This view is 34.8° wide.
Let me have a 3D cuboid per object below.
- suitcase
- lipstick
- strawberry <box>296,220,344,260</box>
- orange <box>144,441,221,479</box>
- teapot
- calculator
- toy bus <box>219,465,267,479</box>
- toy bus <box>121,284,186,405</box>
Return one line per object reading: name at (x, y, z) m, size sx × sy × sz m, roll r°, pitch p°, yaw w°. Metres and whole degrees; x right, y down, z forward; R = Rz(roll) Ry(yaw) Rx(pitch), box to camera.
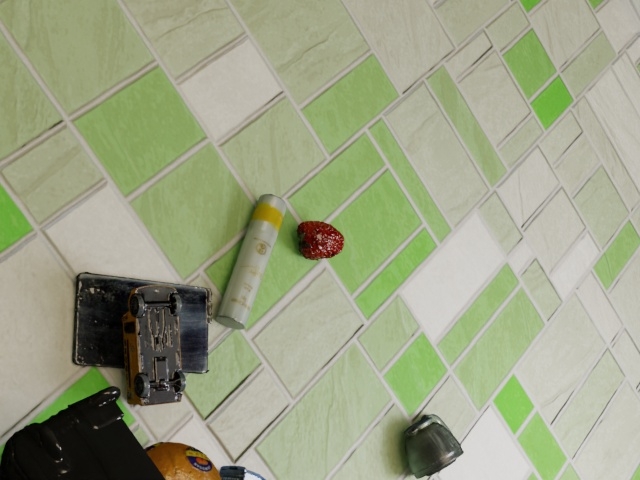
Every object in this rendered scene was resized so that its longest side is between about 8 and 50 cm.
suitcase at (-0.313, 0.425, 1.439) m, size 0.188 × 0.339 × 0.345 m, roll -27°, pitch 68°, yaw -40°
lipstick at (-0.126, 0.038, 1.889) m, size 0.059 × 0.059 × 0.264 m, roll 33°, pitch 61°, yaw -28°
strawberry at (0.000, 0.000, 1.984) m, size 0.096 × 0.083 × 0.083 m, roll 2°, pitch 77°, yaw -27°
orange at (-0.245, 0.412, 1.637) m, size 0.177 × 0.155 × 0.178 m, roll 17°, pitch 60°, yaw -32°
teapot at (0.230, 0.403, 2.050) m, size 0.149 × 0.111 × 0.108 m, roll -22°, pitch 79°, yaw -34°
calculator at (-0.303, 0.144, 1.746) m, size 0.261 × 0.021 × 0.161 m, roll 11°, pitch 73°, yaw -36°
toy bus at (-0.152, 0.510, 1.742) m, size 0.094 × 0.079 × 0.237 m, roll 35°, pitch 58°, yaw -45°
toy bus at (-0.281, 0.174, 1.687) m, size 0.083 × 0.088 × 0.195 m, roll 1°, pitch 81°, yaw -38°
